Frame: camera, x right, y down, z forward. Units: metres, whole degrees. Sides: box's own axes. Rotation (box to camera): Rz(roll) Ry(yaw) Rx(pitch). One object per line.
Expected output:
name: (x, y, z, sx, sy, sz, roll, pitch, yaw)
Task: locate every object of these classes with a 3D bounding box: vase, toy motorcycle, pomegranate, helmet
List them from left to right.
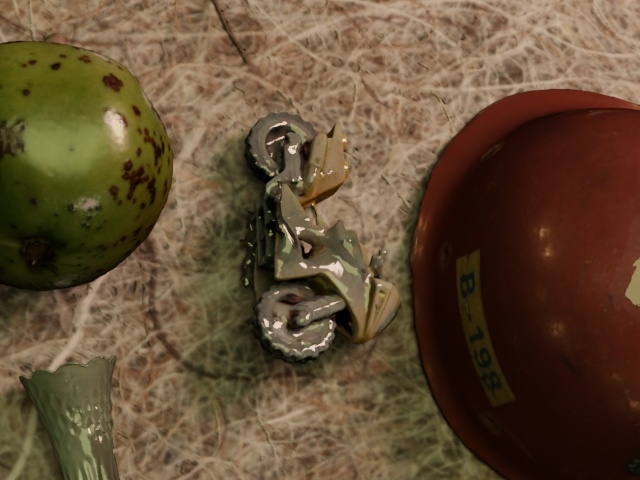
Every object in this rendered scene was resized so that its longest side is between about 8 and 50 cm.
pomegranate: (-0.226, -0.081, 1.583, 0.214, 0.214, 0.248, 4, 43, -11)
vase: (-0.189, 0.173, 1.583, 0.081, 0.081, 0.148, -12, 83, -14)
toy motorcycle: (0.000, 0.000, 1.659, 0.130, 0.094, 0.229, 4, 64, -16)
helmet: (0.263, 0.028, 1.635, 0.338, 0.230, 0.384, -9, 82, -13)
